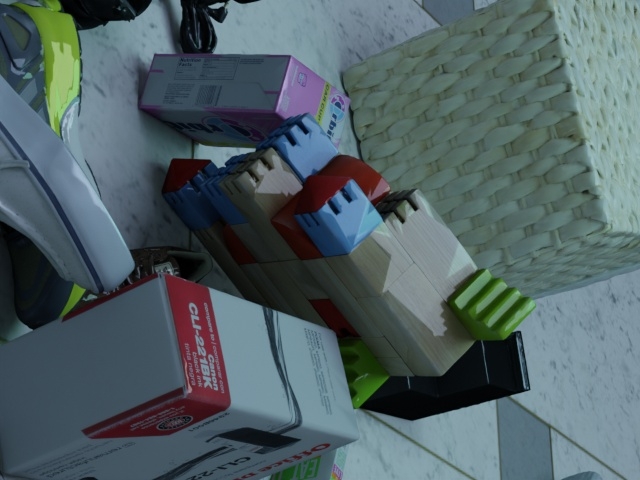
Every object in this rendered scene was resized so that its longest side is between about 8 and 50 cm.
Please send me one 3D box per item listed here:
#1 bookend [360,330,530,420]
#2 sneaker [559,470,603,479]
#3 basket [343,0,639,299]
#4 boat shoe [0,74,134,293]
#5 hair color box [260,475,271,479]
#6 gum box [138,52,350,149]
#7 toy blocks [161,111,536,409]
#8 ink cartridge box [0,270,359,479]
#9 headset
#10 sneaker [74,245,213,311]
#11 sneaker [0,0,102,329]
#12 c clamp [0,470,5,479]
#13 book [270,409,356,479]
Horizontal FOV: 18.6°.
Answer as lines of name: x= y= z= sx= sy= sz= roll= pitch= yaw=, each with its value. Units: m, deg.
bookend: x=0.125 y=0.141 z=2.169 sx=0.157 sy=0.156 sz=0.072 roll=20 pitch=58 yaw=-55
sneaker: x=0.326 y=0.408 z=2.424 sx=0.153 sy=0.101 sz=0.268 roll=62 pitch=27 yaw=-13
basket: x=0.239 y=-0.107 z=2.346 sx=0.266 sy=0.331 sz=0.328 roll=2 pitch=72 yaw=-54
boat shoe: x=-0.311 y=-0.075 z=1.531 sx=0.156 sy=0.136 sz=0.367 roll=-41 pitch=101 yaw=-14
hair color box: x=-0.076 y=0.198 z=1.899 sx=0.072 sy=0.043 sz=0.141 roll=58 pitch=30 yaw=-24
gum box: x=-0.080 y=-0.137 z=1.942 sx=0.107 sy=0.188 sz=0.062 roll=32 pitch=69 yaw=-50
toy blocks: x=0.000 y=0.000 z=1.855 sx=0.191 sy=0.381 sz=0.261 roll=-43 pitch=106 yaw=-22
ink cartridge box: x=-0.122 y=0.136 z=1.680 sx=0.273 sy=0.197 sz=0.114 roll=21 pitch=50 yaw=-56
headset: x=-0.149 y=-0.250 z=1.854 sx=0.394 sy=0.243 sz=0.185 roll=-77 pitch=158 yaw=-82
sneaker: x=-0.171 y=0.030 z=1.798 sx=0.188 sy=0.071 sz=0.066 roll=-19 pitch=91 yaw=-62
sneaker: x=-0.269 y=-0.068 z=1.673 sx=0.121 sy=0.111 sz=0.300 roll=1 pitch=73 yaw=-41
c clamp: x=-0.278 y=0.222 z=1.552 sx=0.161 sy=0.022 sz=0.137 roll=-38 pitch=108 yaw=-61
book: x=-0.015 y=0.211 z=1.944 sx=0.035 sy=0.096 sz=0.144 roll=52 pitch=34 yaw=-32
